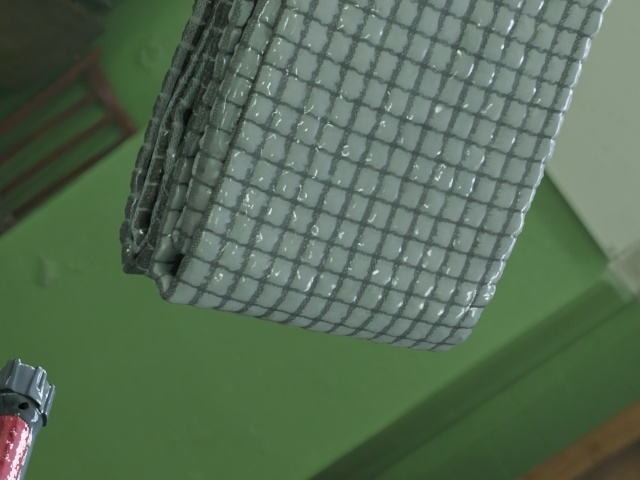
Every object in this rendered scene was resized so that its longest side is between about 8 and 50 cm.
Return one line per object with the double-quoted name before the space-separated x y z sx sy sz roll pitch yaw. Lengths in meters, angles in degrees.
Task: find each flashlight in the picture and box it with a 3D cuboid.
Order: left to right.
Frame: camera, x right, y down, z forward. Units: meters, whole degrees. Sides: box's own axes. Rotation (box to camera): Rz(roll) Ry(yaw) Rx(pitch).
"flashlight" -0.402 0.278 1.635 0.103 0.103 0.304 30 39 -21

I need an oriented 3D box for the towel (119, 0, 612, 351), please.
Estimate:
"towel" 0.022 -0.085 0.837 0.235 0.283 0.121 15 10 -31
